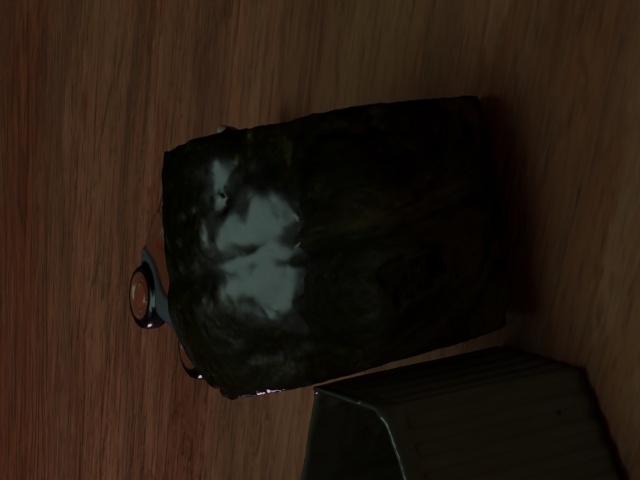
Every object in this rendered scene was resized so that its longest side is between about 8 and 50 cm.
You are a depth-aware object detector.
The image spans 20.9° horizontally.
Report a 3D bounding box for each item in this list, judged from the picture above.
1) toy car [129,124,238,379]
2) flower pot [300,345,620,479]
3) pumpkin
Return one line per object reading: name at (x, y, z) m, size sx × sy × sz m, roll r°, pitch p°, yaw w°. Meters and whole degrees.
toy car at (-0.064, 0.008, 1.704) m, size 0.270 × 0.181 × 0.212 m, roll 37°, pitch 123°, yaw 55°
flower pot at (0.110, 0.208, 1.398) m, size 0.209 × 0.190 × 0.239 m, roll 51°, pitch 142°, yaw 45°
pumpkin at (0.000, 0.000, 1.457) m, size 0.303 × 0.256 × 0.225 m, roll -20°, pitch 84°, yaw 62°
